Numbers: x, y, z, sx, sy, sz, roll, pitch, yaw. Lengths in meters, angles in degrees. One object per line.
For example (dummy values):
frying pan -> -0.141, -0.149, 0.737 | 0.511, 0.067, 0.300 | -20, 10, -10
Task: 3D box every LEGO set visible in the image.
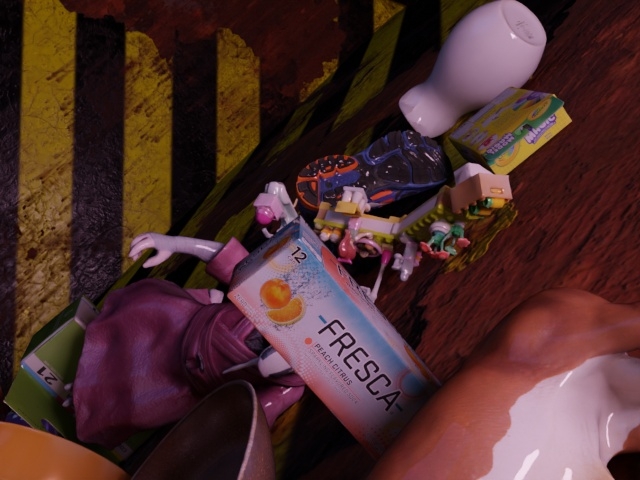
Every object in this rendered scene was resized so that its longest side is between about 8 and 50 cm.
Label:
LEGO set -> 0.063, 0.006, 0.759 | 0.286, 0.132, 0.107 | 0, 56, 35

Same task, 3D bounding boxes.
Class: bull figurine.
bull figurine -> 0.078, 0.137, 0.336 | 0.310, 0.101, 0.188 | -50, 20, -22

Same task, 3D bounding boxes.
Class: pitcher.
pitcher -> 0.234, -0.253, 1.067 | 0.177, 0.125, 0.207 | -34, -6, -42

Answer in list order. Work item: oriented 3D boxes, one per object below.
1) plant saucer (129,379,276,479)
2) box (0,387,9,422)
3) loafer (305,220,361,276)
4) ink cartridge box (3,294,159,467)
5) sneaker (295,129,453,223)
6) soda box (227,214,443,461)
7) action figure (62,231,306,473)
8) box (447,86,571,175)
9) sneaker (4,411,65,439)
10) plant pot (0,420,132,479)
plant saucer -> -0.119, 0.234, 0.472 | 0.311, 0.050, 0.311 | -49, 13, 16
box -> -0.456, 0.185, 0.732 | 0.345, 0.168, 0.215 | 113, 172, -55
loafer -> 0.000, 0.000, 0.981 | 0.078, 0.076, 0.223 | -31, 19, 9
ink cartridge box -> -0.279, 0.192, 0.927 | 0.097, 0.189, 0.255 | -41, 16, -6
sneaker -> 0.065, -0.076, 0.923 | 0.221, 0.083, 0.087 | -13, -20, -19
soda box -> 0.019, 0.074, 0.498 | 0.063, 0.183, 0.058 | -37, 15, 9
action figure -> -0.100, 0.131, 0.779 | 0.370, 0.275, 0.248 | -12, 73, 37
box -> 0.220, -0.129, 0.861 | 0.105, 0.043, 0.179 | -39, 12, 7
sneaker -> -0.407, 0.267, 0.995 | 0.161, 0.102, 0.282 | -43, 39, -16
plant pot -> -0.293, 0.298, 0.674 | 0.205, 0.205, 0.188 | -29, 34, 41
